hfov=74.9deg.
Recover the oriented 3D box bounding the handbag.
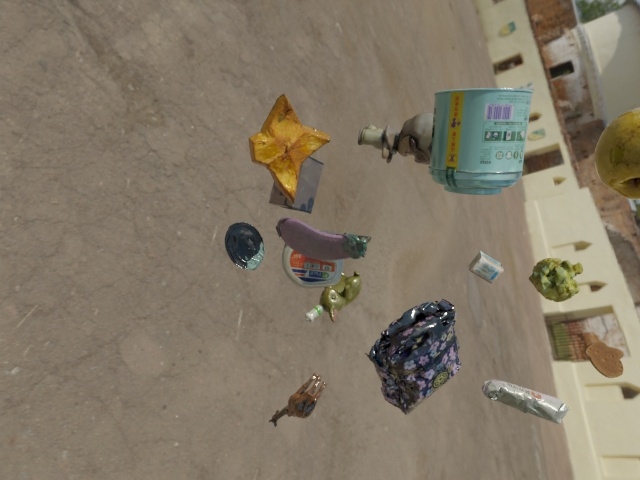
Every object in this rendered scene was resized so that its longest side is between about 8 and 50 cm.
[{"bbox_3d":[0.223,0.251,0.930,0.229,0.127,0.207,-30,127,-17],"label":"handbag"}]

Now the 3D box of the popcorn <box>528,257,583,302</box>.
[{"bbox_3d":[0.984,0.158,1.745,0.185,0.188,0.167,-59,146,-6],"label":"popcorn"}]

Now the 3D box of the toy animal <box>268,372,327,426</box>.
[{"bbox_3d":[-0.078,0.510,1.307,0.066,0.229,0.224,38,-7,-7],"label":"toy animal"}]

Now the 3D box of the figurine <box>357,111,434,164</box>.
[{"bbox_3d":[0.347,-0.407,1.660,0.248,0.382,0.202,-10,106,-72],"label":"figurine"}]

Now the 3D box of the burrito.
[{"bbox_3d":[0.518,0.408,1.068,0.064,0.203,0.064,16,90,-77],"label":"burrito"}]

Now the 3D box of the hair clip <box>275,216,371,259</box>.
[{"bbox_3d":[0.000,0.002,1.364,0.110,0.359,0.095,56,48,-50],"label":"hair clip"}]

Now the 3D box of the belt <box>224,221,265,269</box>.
[{"bbox_3d":[-0.294,0.024,1.647,0.078,0.151,0.198,176,-105,-78],"label":"belt"}]

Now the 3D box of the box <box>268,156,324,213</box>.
[{"bbox_3d":[-0.114,-0.268,1.967,0.188,0.153,0.251,10,92,-61],"label":"box"}]

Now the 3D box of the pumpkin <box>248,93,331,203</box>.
[{"bbox_3d":[-0.121,-0.318,1.474,0.258,0.095,0.290,32,93,-33],"label":"pumpkin"}]

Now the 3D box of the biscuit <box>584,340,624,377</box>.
[{"bbox_3d":[1.091,0.449,1.590,0.139,0.118,0.023,67,7,24],"label":"biscuit"}]

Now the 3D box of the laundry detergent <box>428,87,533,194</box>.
[{"bbox_3d":[0.491,-0.306,1.311,0.287,0.288,0.304,-28,122,-60],"label":"laundry detergent"}]

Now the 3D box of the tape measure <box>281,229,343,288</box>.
[{"bbox_3d":[-0.035,0.060,1.691,0.130,0.259,0.264,-98,-165,-74],"label":"tape measure"}]

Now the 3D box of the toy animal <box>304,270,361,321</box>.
[{"bbox_3d":[0.075,0.289,2.202,0.363,0.181,0.180,-31,120,-45],"label":"toy animal"}]

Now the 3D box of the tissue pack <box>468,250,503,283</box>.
[{"bbox_3d":[0.579,0.096,1.461,0.095,0.074,0.058,33,24,0],"label":"tissue pack"}]

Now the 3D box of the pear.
[{"bbox_3d":[1.093,-0.296,1.398,0.314,0.315,0.313,34,49,-50],"label":"pear"}]
